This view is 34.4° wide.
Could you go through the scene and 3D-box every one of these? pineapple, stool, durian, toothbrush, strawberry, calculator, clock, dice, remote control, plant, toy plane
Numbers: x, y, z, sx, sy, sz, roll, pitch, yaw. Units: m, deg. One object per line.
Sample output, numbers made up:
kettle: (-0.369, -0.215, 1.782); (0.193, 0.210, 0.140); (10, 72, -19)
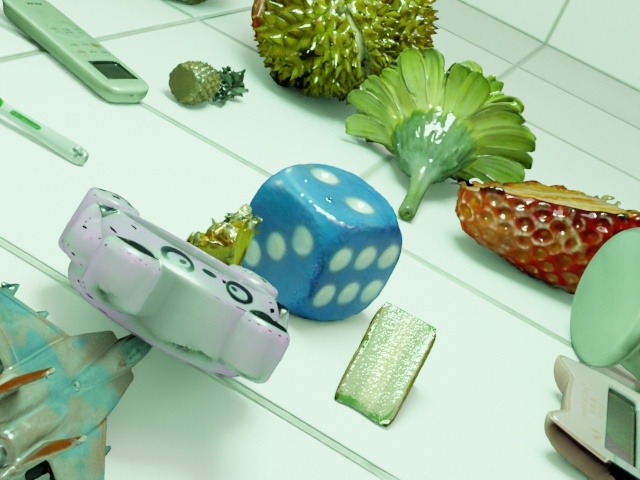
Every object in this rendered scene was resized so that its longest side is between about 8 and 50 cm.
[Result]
pineapple: (-0.172, -0.252, 1.653); (0.074, 0.074, 0.159); (36, 24, 24)
stool: (0.468, 0.103, 1.382); (0.198, 0.195, 0.195); (21, 25, -12)
durian: (0.040, -0.399, 1.868); (0.347, 0.347, 0.384); (6, 50, -36)
toothbrush: (-0.423, -0.175, 1.321); (0.304, 0.030, 0.030); (30, 25, 7)
strawberry: (0.354, -0.001, 1.554); (0.280, 0.150, 0.253); (-3, 18, -43)
calculator: (0.402, 0.262, 1.188); (0.329, 0.048, 0.220); (30, 24, 6)
clock: (-0.135, 0.045, 0.968); (0.227, 0.090, 0.248); (30, 1, -17)
dice: (0.000, 0.000, 1.214); (0.143, 0.146, 0.146); (-6, 39, -45)
remote control: (-0.380, -0.295, 1.581); (0.309, 0.038, 0.090); (40, 29, 29)
plant: (0.202, -0.140, 1.691); (0.261, 0.305, 0.297); (27, 57, -51)
pineapple: (-0.100, 0.002, 1.148); (0.077, 0.114, 0.114); (48, 53, -9)
toy plane: (-0.204, 0.118, 0.834); (0.326, 0.104, 0.223); (-46, 112, -81)

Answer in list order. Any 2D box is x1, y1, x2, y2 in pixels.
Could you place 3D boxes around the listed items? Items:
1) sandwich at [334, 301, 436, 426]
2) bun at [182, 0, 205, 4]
sandwich: (0.070, 0.130, 1.103); (0.074, 0.074, 0.116); (27, 24, 7)
bun: (-0.246, -0.584, 2.063); (0.205, 0.281, 0.281); (57, 32, 8)
